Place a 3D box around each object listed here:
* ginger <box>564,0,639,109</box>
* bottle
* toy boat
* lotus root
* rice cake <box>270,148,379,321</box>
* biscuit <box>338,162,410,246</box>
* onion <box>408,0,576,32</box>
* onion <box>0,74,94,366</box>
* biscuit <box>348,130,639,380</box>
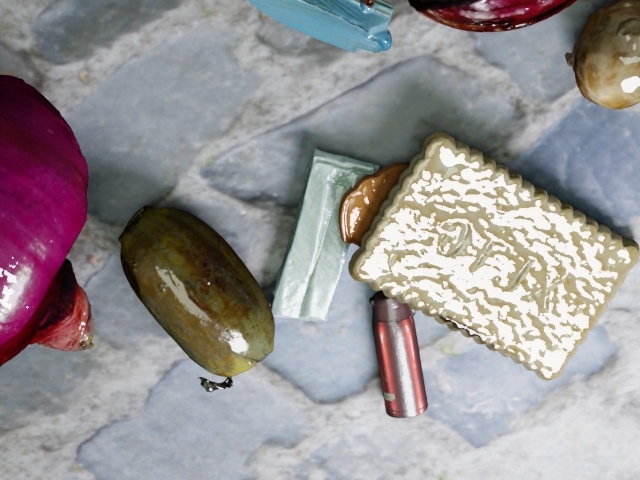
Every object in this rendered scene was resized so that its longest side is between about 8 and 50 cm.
[{"bbox_3d":[0.479,-0.155,1.503,0.375,0.176,0.256,41,137,-14],"label":"ginger"},{"bbox_3d":[0.099,0.139,1.659,0.060,0.060,0.164,-9,106,4],"label":"bottle"},{"bbox_3d":[-0.005,-0.299,1.529,0.215,0.088,0.102,21,72,-4],"label":"toy boat"},{"bbox_3d":[-0.149,0.062,1.603,0.123,0.124,0.241,-26,108,39],"label":"lotus root"},{"bbox_3d":[0.000,0.000,1.628,0.085,0.040,0.226,16,106,-4],"label":"rice cake"},{"bbox_3d":[0.079,-0.039,1.598,0.130,0.019,0.102,-30,121,-10],"label":"biscuit"},{"bbox_3d":[0.246,-0.308,1.426,0.314,0.280,0.146,-35,117,11],"label":"onion"},{"bbox_3d":[-0.398,0.032,1.506,0.398,0.398,0.420,-36,124,11],"label":"onion"},{"bbox_3d":[0.215,0.023,1.609,0.324,0.044,0.217,27,102,-17],"label":"biscuit"}]
